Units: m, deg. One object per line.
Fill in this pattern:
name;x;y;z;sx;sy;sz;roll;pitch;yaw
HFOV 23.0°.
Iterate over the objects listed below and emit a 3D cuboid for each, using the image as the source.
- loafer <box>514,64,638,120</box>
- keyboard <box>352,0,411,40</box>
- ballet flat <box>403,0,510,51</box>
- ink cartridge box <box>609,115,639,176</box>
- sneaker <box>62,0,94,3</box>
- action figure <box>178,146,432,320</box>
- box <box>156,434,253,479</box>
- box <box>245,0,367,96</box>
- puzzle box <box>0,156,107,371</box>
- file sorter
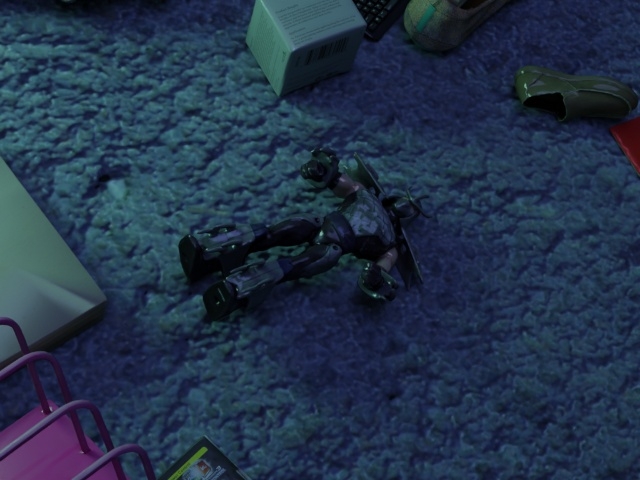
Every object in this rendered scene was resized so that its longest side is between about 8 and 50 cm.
loafer;0.298;-0.164;1.844;0.148;0.056;0.050;10;61;5
keyboard;0.071;-0.326;1.899;0.108;0.023;0.180;34;60;7
ballet flat;0.221;-0.343;1.892;0.107;0.106;0.316;37;61;8
ink cartridge box;0.524;-0.071;1.834;0.261;0.066;0.296;-20;68;-22
sneaker;-0.305;-0.316;1.764;0.299;0.121;0.112;-8;94;-8
action figure;0.000;0.000;1.667;0.285;0.099;0.185;-20;63;-25
box;-0.129;0.348;1.471;0.216;0.060;0.270;41;61;12
box;-0.018;-0.235;1.785;0.101;0.102;0.087;-23;71;-22
puzzle box;-0.455;0.066;1.557;0.409;0.052;0.272;-31;73;-25
file sorter;-0.254;0.234;1.378;0.202;0.182;0.290;-36;53;-23
